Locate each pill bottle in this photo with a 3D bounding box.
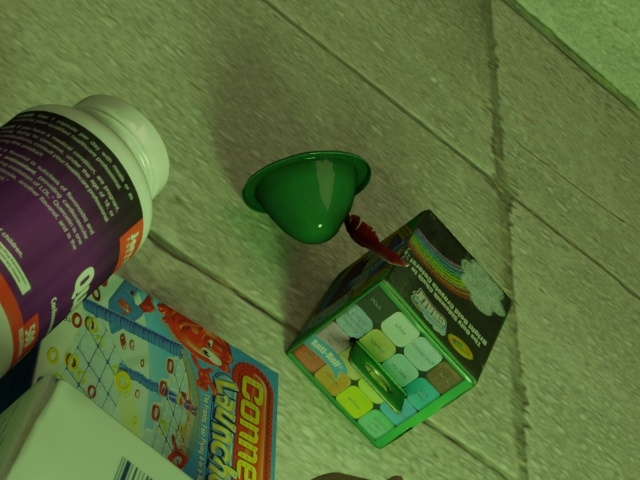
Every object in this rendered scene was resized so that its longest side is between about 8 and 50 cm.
[{"bbox_3d":[-0.284,-0.010,1.459,0.181,0.181,0.323,48,47,-5],"label":"pill bottle"}]

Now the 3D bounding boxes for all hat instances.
[{"bbox_3d":[0.000,0.000,1.947,0.173,0.208,0.183,-10,69,-6],"label":"hat"}]

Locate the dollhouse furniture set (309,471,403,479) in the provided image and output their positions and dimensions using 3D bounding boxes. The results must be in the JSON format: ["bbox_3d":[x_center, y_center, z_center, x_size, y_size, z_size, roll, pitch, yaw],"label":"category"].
[{"bbox_3d":[-0.007,0.438,1.434,0.303,0.174,0.355,-26,107,-34],"label":"dollhouse furniture set"}]

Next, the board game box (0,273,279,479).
[{"bbox_3d":[-0.187,0.197,1.565,0.302,0.086,0.308,33,34,-26],"label":"board game box"}]

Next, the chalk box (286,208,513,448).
[{"bbox_3d":[0.095,0.124,1.929,0.180,0.179,0.289,48,31,-6],"label":"chalk box"}]

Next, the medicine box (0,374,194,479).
[{"bbox_3d":[-0.216,0.293,1.221,0.263,0.289,0.149,40,34,-17],"label":"medicine box"}]
